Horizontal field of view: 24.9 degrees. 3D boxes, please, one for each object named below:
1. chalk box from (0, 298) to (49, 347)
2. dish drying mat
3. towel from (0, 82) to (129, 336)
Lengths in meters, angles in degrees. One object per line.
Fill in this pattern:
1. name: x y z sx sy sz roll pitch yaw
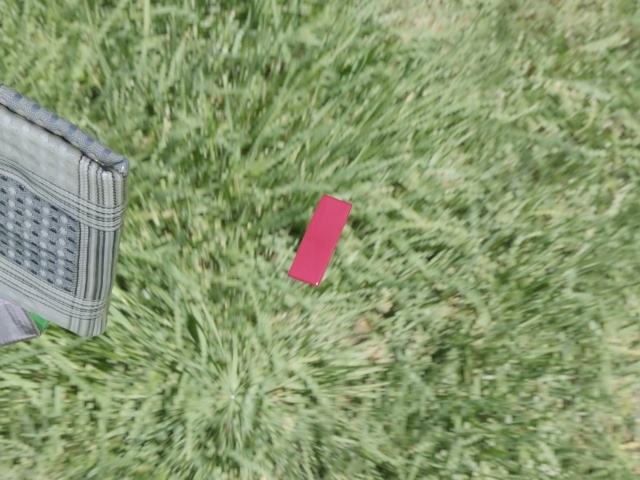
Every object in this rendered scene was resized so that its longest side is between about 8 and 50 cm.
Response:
1. chalk box: -0.384 0.001 1.570 0.132 0.132 0.213 -16 114 18
2. dish drying mat: 0.000 0.000 1.326 0.032 0.008 0.083 21 81 15
3. towel: -0.322 -0.053 1.266 0.324 0.312 0.056 29 60 3
